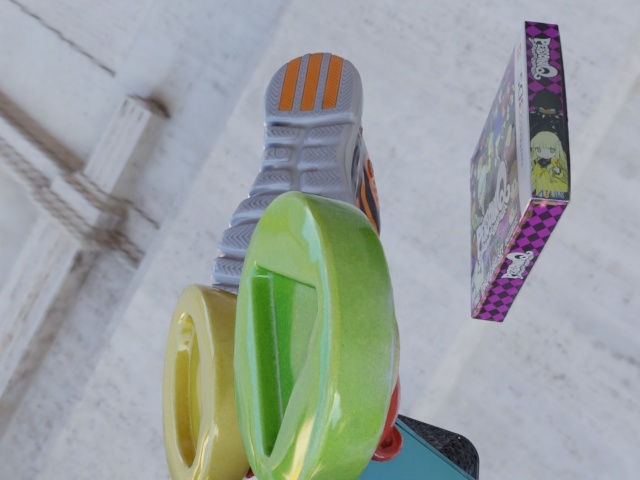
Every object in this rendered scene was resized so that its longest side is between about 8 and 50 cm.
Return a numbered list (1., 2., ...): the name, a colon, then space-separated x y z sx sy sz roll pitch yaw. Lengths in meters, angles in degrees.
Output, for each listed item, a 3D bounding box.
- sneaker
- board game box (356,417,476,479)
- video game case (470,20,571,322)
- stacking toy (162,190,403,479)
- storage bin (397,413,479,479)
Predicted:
1. sneaker: 0.000 0.000 0.957 0.124 0.321 0.180 5 150 18
2. board game box: 0.104 0.314 0.639 0.336 0.254 0.079 36 169 16
3. video game case: 0.193 -0.062 1.037 0.041 0.210 0.232 7 149 -3
4. stacking toy: 0.021 0.135 0.503 0.130 0.279 0.309 4 -119 -21
5. storage bin: 0.050 0.232 0.977 0.180 0.122 0.084 13 -158 34
